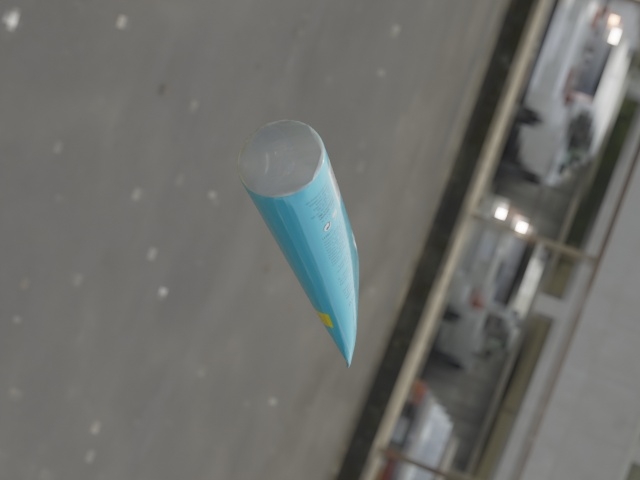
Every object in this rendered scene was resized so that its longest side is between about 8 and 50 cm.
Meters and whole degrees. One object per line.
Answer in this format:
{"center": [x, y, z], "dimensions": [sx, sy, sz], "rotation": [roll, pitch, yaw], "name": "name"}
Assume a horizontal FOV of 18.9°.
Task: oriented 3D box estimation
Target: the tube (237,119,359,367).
{"center": [0.000, 0.000, 1.197], "dimensions": [0.207, 0.052, 0.080], "rotation": [65, 31, -58], "name": "tube"}
